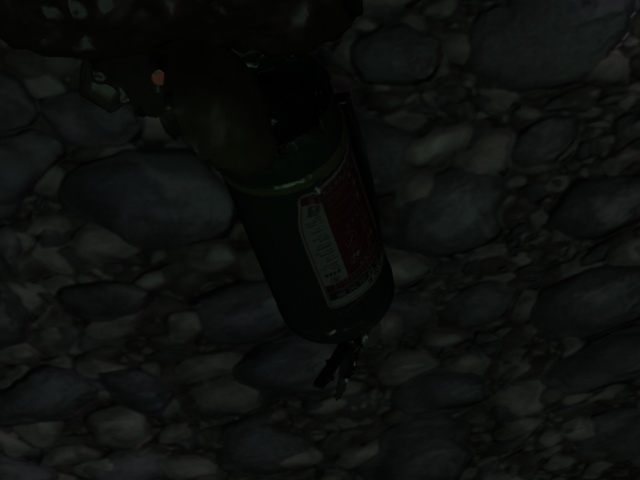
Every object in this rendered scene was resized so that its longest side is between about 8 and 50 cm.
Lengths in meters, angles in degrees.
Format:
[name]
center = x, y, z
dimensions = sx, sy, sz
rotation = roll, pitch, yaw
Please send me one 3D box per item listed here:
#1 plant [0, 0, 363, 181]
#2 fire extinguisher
[plant]
center = -0.085, -0.176, 0.820
dimensions = 0.213, 0.215, 0.312
rotation = 2, 141, -16
[fire extinguisher]
center = 0.000, 0.000, 1.122
dimensions = 0.093, 0.118, 0.294
rotation = 16, 147, 28
